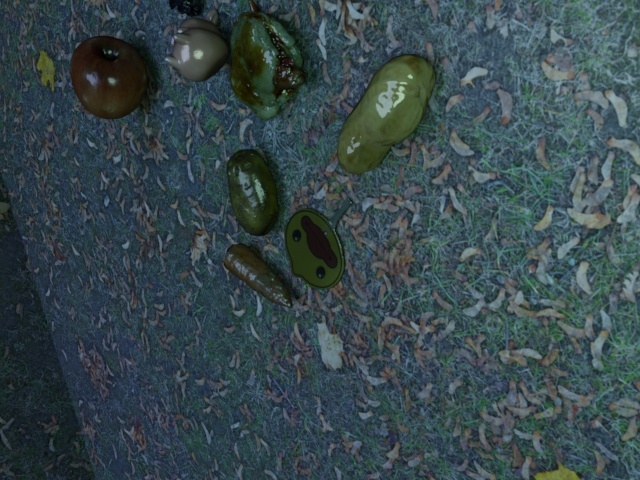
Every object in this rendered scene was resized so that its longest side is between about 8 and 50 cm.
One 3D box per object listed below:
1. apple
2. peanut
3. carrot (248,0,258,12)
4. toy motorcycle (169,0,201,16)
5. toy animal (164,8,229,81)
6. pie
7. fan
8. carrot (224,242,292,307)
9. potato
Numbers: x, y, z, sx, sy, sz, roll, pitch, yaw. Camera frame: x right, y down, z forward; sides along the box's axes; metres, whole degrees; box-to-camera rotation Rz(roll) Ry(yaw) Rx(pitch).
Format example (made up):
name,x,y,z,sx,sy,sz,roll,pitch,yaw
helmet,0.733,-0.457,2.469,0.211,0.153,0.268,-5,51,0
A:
name,x,y,z,sx,sy,sz,roll,pitch,yaw
apple,-0.670,-0.508,2.206,0.254,0.254,0.253,16,113,42
peanut,0.135,-0.263,1.522,0.147,0.148,0.319,54,131,20
carrot,-0.168,-0.554,1.819,0.035,0.035,0.142,4,103,45
toy motorcycle,-0.364,-0.753,1.860,0.213,0.125,0.358,39,145,-10
toy animal,-0.321,-0.513,1.868,0.166,0.154,0.250,-57,20,24
pie,-0.154,-0.448,1.778,0.257,0.105,0.274,59,145,6
fan,0.001,0.000,1.834,0.229,0.011,0.335,56,136,18
carrot,-0.167,0.110,1.982,0.263,0.102,0.101,38,127,30
potato,-0.184,-0.128,1.915,0.149,0.113,0.251,-7,106,39
